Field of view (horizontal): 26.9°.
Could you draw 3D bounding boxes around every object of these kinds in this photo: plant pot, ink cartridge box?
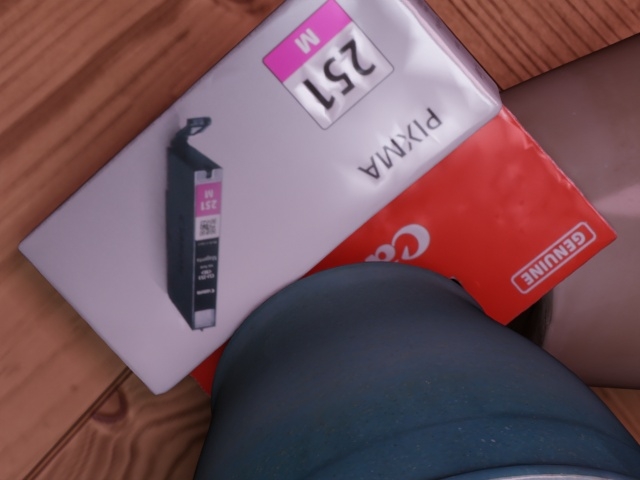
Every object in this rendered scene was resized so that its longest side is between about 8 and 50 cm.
[{"bbox_3d":[0.245,-0.019,0.944,0.280,0.323,0.323,-9,77,-18],"label":"plant pot"},{"bbox_3d":[0.045,0.149,0.717,0.272,0.271,0.255,21,24,-25],"label":"plant pot"},{"bbox_3d":[0.000,0.000,0.798,0.239,0.275,0.060,48,14,-7],"label":"ink cartridge box"}]

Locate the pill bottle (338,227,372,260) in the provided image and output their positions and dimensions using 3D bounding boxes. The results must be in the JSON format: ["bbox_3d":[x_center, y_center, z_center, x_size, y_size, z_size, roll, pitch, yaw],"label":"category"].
[{"bbox_3d":[0.024,-0.054,0.915,0.108,0.108,0.180,36,57,-17],"label":"pill bottle"}]
